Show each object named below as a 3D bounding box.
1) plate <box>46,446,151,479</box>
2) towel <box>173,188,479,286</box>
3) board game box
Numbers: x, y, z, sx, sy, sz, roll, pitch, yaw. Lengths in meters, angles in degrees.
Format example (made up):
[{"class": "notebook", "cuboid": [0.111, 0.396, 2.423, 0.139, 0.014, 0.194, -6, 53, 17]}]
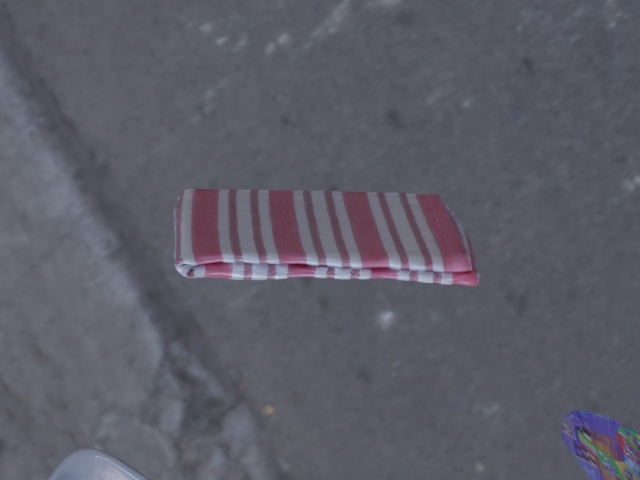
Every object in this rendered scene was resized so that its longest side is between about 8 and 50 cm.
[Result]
[{"class": "plate", "cuboid": [-0.052, 0.259, 0.564, 0.277, 0.278, 0.045, 39, 152, -18]}, {"class": "towel", "cuboid": [0.000, 0.000, 1.095, 0.197, 0.144, 0.029, 1, 108, -4]}, {"class": "board game box", "cuboid": [0.156, 0.149, 0.716, 0.168, 0.033, 0.133, 53, 167, -14]}]
